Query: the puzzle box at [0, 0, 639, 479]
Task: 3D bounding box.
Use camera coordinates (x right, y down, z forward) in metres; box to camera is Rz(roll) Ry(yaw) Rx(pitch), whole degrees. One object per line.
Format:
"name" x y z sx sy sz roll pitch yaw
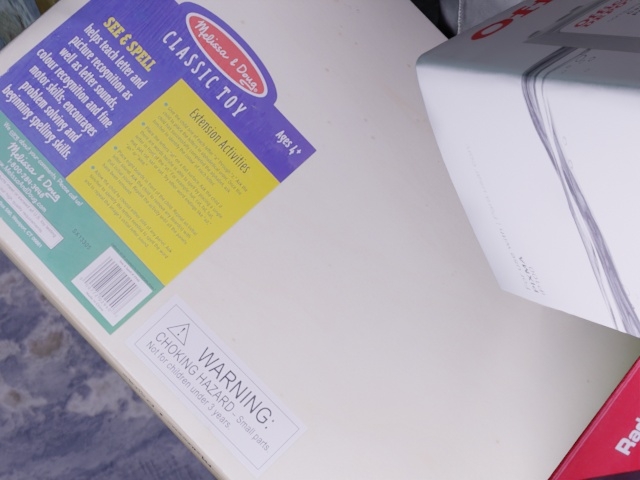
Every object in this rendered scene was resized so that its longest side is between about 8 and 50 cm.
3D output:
"puzzle box" 0.000 0.000 1.101 0.409 0.272 0.052 47 167 5

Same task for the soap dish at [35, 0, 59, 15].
"soap dish" -0.063 -0.127 1.279 0.291 0.229 0.118 64 150 32

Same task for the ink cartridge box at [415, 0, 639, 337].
"ink cartridge box" 0.188 -0.052 0.716 0.117 0.207 0.283 66 164 -16

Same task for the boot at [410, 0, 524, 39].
"boot" 0.082 -0.154 1.124 0.189 0.076 0.208 41 168 23

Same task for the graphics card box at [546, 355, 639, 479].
"graphics card box" 0.241 0.194 0.737 0.371 0.233 0.094 31 152 22
